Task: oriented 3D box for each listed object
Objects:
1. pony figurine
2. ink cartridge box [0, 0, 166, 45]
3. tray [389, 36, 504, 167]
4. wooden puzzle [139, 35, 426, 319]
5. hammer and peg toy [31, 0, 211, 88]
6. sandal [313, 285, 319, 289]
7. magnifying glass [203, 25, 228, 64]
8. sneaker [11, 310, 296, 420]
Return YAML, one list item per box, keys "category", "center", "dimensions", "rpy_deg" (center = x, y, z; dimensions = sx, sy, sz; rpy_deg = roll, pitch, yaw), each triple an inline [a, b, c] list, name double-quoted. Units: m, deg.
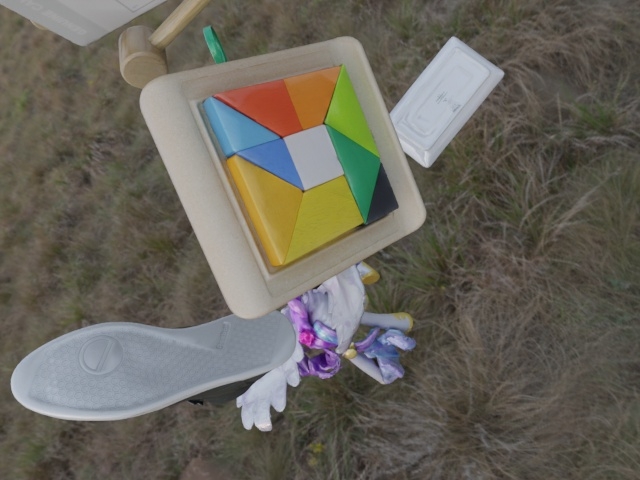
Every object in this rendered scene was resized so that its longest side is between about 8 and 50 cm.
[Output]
- category: "pony figurine"
  center: [0.004, 0.125, 0.904]
  dimensions: [0.303, 0.364, 0.351]
  rpy_deg: [-44, 38, 24]
- category: "ink cartridge box"
  center: [-0.118, -0.304, 0.335]
  dimensions: [0.385, 0.308, 0.091]
  rpy_deg: [-24, 83, 14]
- category: "tray"
  center: [0.263, -0.305, 1.138]
  dimensions: [0.145, 0.030, 0.270]
  rpy_deg: [39, 91, 6]
- category: "wooden puzzle"
  center: [-0.015, -0.072, 0.495]
  dimensions: [0.239, 0.220, 0.044]
  rpy_deg: [-26, 7, -30]
- category: "hammer and peg toy"
  center: [-0.246, -0.350, 0.545]
  dimensions: [0.266, 0.361, 0.127]
  rpy_deg: [-31, 56, 13]
- category: "sandal"
  center: [0.000, 0.000, 0.808]
  dimensions: [0.060, 0.090, 0.219]
  rpy_deg: [-50, -2, 28]
- category: "magnifying glass"
  center: [-0.226, -0.408, 1.264]
  dimensions: [0.026, 0.231, 0.092]
  rpy_deg: [-21, 51, 5]
- category: "sneaker"
  center: [-0.184, 0.159, 0.613]
  dimensions: [0.147, 0.296, 0.104]
  rpy_deg: [122, 136, -55]
